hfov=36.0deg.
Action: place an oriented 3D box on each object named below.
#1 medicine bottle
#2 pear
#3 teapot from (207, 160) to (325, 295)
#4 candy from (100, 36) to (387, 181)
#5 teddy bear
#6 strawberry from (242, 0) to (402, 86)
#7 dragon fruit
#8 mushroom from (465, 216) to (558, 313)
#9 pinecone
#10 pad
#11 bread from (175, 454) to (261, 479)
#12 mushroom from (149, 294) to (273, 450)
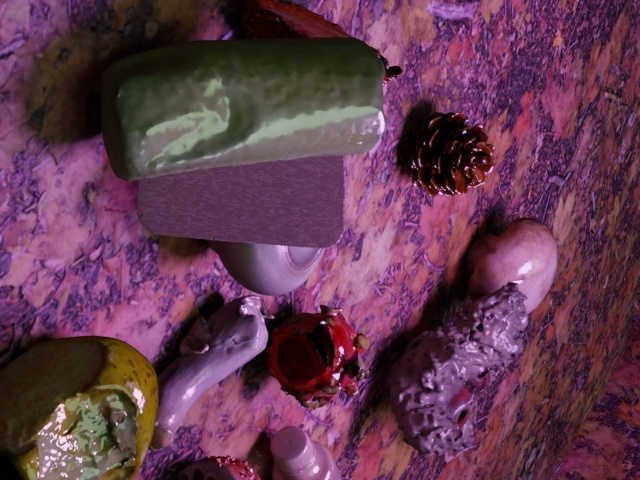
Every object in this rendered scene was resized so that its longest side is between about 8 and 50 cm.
[{"bbox_3d":[-0.025,0.412,1.723,0.114,0.114,0.252,-54,147,-26],"label":"medicine bottle"},{"bbox_3d":[-0.287,0.246,1.140,0.255,0.164,0.238,-39,137,-44],"label":"pear"},{"bbox_3d":[-0.059,-0.008,1.370,0.220,0.149,0.318,-58,149,-27],"label":"teapot"},{"bbox_3d":[-0.083,-0.157,1.140,0.343,0.132,0.142,-11,133,-26],"label":"candy"},{"bbox_3d":[0.302,0.252,1.998,0.367,0.224,0.357,-44,160,6],"label":"teddy bear"},{"bbox_3d":[-0.015,-0.240,1.325,0.107,0.236,0.175,-58,-161,20],"label":"strawberry"},{"bbox_3d":[0.008,0.186,1.585,0.172,0.166,0.160,-8,118,-60],"label":"dragon fruit"},{"bbox_3d":[0.428,0.062,2.188,0.255,0.184,0.255,-35,134,-47],"label":"mushroom"},{"bbox_3d":[0.234,-0.151,1.760,0.173,0.173,0.174,-37,137,-44],"label":"pinecone"},{"bbox_3d":[-0.092,-0.083,1.207,0.266,0.002,0.176,5,77,-24],"label":"pad"},{"bbox_3d":[-0.154,0.397,1.458,0.073,0.160,0.160,20,90,-51],"label":"bread"},{"bbox_3d":[-0.165,0.180,1.369,0.278,0.096,0.099,-45,141,-30],"label":"mushroom"}]
